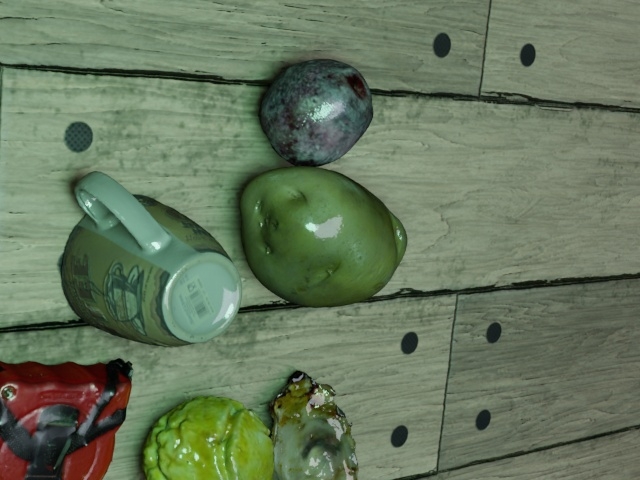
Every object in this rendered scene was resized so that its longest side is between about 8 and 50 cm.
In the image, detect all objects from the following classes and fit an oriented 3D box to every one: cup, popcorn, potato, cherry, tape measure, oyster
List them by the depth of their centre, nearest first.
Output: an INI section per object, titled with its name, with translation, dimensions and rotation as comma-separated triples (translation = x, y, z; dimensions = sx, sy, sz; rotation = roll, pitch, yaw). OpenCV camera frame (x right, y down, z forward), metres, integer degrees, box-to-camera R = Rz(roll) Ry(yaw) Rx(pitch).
[cup]
translation = -0.256, 0.025, 1.613
dimensions = 0.227, 0.257, 0.301
rotation = -42, 122, -26
[tape measure]
translation = -0.425, 0.303, 1.634
dimensions = 0.253, 0.114, 0.260
rotation = 8, 96, -39
[popcorn]
translation = -0.188, 0.362, 1.783
dimensions = 0.221, 0.183, 0.204
rotation = 0, 70, -12
[cherry]
translation = -0.006, -0.218, 1.783
dimensions = 0.195, 0.195, 0.195
rotation = -10, 107, -36
[potato]
translation = 0.000, 0.000, 1.816
dimensions = 0.243, 0.221, 0.326
rotation = -36, 147, 12
[oyster]
translation = -0.010, 0.418, 2.007
dimensions = 0.221, 0.096, 0.361
rotation = -50, 126, -24
